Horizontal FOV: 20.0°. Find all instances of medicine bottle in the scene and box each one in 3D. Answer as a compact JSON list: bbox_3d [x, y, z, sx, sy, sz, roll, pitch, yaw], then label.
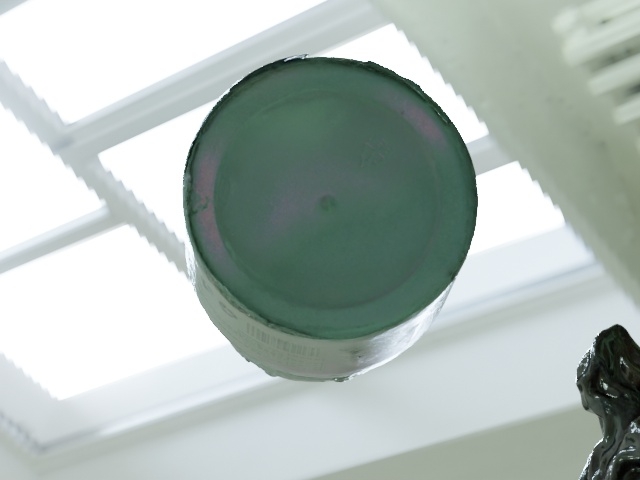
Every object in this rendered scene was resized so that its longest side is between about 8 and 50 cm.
[{"bbox_3d":[0.000,0.000,1.579,0.290,0.245,0.245,102,158,-74],"label":"medicine bottle"}]

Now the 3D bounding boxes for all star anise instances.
[{"bbox_3d":[0.200,0.186,1.160,0.129,0.282,0.212,9,-153,-15],"label":"star anise"}]
